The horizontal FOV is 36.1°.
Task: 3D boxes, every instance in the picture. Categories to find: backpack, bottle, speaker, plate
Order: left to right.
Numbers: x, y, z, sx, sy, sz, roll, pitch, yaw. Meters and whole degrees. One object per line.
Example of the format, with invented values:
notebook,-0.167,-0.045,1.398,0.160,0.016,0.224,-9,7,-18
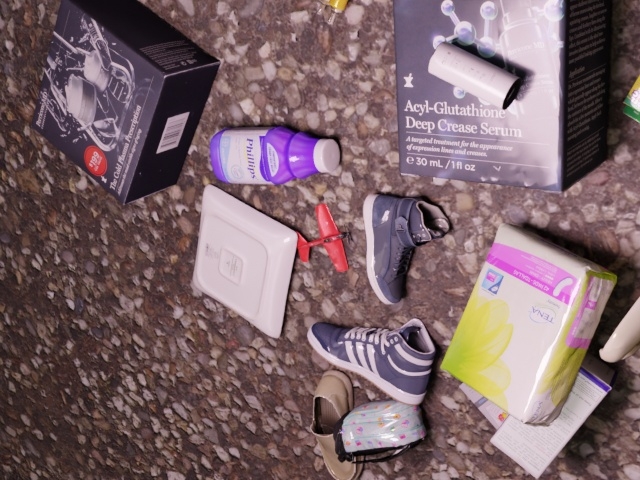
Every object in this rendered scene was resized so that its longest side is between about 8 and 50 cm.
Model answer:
plate,-0.184,0.050,2.173,0.278,0.045,0.277,30,125,30
bottle,-0.094,-0.173,2.000,0.282,0.092,0.118,4,110,34
backpack,0.129,0.390,2.046,0.182,0.152,0.115,-16,95,33
speaker,0.234,-0.250,1.485,0.136,0.055,0.055,31,124,22

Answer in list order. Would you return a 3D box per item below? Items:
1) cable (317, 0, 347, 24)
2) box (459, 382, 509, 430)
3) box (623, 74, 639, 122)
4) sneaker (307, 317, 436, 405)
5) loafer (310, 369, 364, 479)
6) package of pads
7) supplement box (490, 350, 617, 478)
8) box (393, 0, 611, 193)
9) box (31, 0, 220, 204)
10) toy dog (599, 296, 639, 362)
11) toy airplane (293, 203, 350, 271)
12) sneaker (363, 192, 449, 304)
cable,0.052,-0.543,1.785,0.139,0.072,0.287,50,117,20
box,0.379,0.309,1.895,0.186,0.038,0.145,48,128,8
box,0.555,-0.249,1.538,0.105,0.043,0.179,36,127,19
sneaker,0.110,0.205,2.007,0.282,0.099,0.153,29,124,19
loafer,0.026,0.420,2.158,0.101,0.092,0.269,1,109,35
package of pads,0.360,0.147,1.703,0.229,0.101,0.297,33,106,49
supplement box,0.422,0.303,1.775,0.114,0.111,0.220,36,108,14
box,0.296,-0.303,1.592,0.293,0.212,0.396,9,113,33
box,-0.431,-0.315,2.129,0.312,0.179,0.343,39,126,18
toy dog,0.696,0.172,1.498,0.408,0.284,0.395,37,90,20
toy airplane,0.000,0.000,2.046,0.151,0.028,0.151,13,114,32
sneaker,0.171,0.022,1.895,0.163,0.086,0.226,3,109,38
